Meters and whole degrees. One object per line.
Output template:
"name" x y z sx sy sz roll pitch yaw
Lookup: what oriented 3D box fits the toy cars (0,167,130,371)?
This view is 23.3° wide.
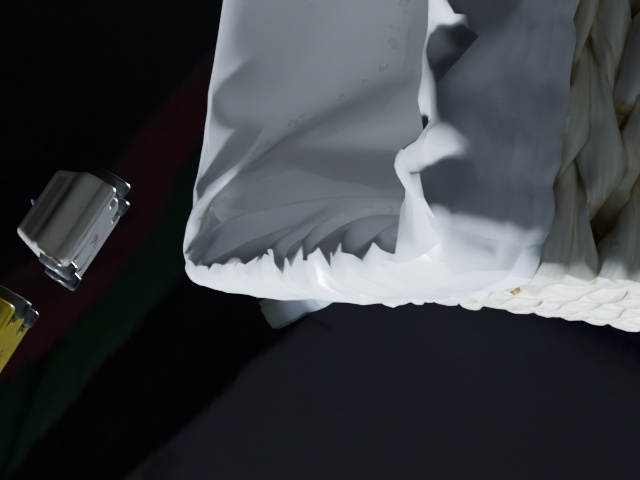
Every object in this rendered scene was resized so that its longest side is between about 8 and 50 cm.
"toy cars" -0.264 0.026 1.329 0.176 0.087 0.394 -56 2 31

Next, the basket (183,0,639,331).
"basket" 0.119 -0.120 0.621 0.328 0.266 0.331 173 108 -73

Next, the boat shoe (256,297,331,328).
"boat shoe" 0.000 0.000 0.992 0.083 0.076 0.226 -30 -1 -31
